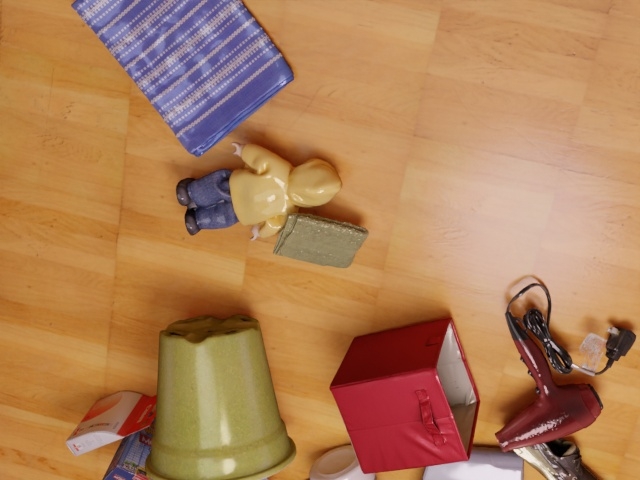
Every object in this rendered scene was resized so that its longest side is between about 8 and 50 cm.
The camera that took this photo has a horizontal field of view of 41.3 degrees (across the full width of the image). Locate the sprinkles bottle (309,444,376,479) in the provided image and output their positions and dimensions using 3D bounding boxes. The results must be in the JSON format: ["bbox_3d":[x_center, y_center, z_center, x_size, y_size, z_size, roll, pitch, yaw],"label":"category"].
[{"bbox_3d":[0.095,0.575,1.645,0.121,0.121,0.355,-17,106,17],"label":"sprinkles bottle"}]

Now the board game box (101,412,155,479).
[{"bbox_3d":[-0.322,0.427,1.660,0.194,0.194,0.060,34,112,-24],"label":"board game box"}]

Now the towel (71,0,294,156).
[{"bbox_3d":[-0.230,-0.333,1.420,0.243,0.040,0.336,-35,100,20],"label":"towel"}]

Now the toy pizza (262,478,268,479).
[{"bbox_3d":[-0.164,0.525,1.716,0.201,0.032,0.201,7,109,22],"label":"toy pizza"}]

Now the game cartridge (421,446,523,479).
[{"bbox_3d":[0.276,0.532,1.578,0.196,0.060,0.294,1,89,16],"label":"game cartridge"}]

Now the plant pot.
[{"bbox_3d":[-0.190,0.274,1.538,0.276,0.276,0.253,-3,97,13],"label":"plant pot"}]

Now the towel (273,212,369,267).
[{"bbox_3d":[0.000,0.000,1.461,0.148,0.027,0.110,12,137,-17],"label":"towel"}]

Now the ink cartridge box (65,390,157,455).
[{"bbox_3d":[-0.387,0.335,1.643,0.179,0.145,0.045,-27,104,19],"label":"ink cartridge box"}]

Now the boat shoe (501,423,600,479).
[{"bbox_3d":[0.433,0.393,1.531,0.223,0.080,0.073,37,117,2],"label":"boat shoe"}]

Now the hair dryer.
[{"bbox_3d":[0.389,0.239,1.477,0.224,0.080,0.293,24,92,5],"label":"hair dryer"}]

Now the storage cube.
[{"bbox_3d":[0.151,0.268,1.475,0.193,0.215,0.183,-14,107,23],"label":"storage cube"}]

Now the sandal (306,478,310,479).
[{"bbox_3d":[-0.050,0.534,1.699,0.180,0.049,0.072,-27,102,20],"label":"sandal"}]

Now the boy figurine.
[{"bbox_3d":[-0.103,-0.090,1.456,0.285,0.092,0.177,-12,107,15],"label":"boy figurine"}]
